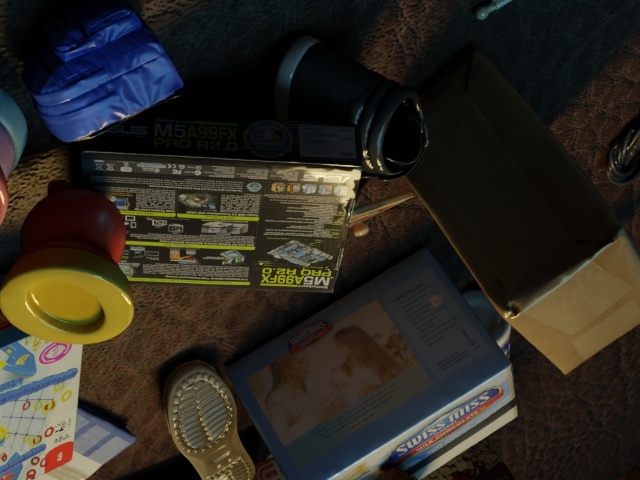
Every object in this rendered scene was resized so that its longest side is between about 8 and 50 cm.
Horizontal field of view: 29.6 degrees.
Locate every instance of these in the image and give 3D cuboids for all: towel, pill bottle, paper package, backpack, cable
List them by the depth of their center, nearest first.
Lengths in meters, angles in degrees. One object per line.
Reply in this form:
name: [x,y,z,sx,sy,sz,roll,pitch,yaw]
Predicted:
backpack: [-0.198,-0.151,1.047,0.120,0.098,0.101,-32,122,-5]
paper package: [0.251,-0.026,1.477,0.168,0.309,0.325,-37,151,10]
towel: [-0.401,0.315,1.607,0.285,0.034,0.209,-38,149,3]
cable: [0.508,-0.158,1.832,0.150,0.047,0.184,7,134,-44]
pill bottle: [0.255,0.169,1.985,0.112,0.112,0.186,-30,152,-9]

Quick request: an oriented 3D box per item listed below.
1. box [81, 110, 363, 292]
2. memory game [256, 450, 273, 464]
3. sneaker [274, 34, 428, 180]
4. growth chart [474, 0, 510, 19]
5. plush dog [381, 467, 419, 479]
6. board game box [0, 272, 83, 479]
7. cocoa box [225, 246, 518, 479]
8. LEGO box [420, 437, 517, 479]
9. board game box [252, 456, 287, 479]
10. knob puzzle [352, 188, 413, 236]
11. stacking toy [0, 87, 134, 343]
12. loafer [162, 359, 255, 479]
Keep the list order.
box: [-0.105,-0.035,1.235,0.270,0.060,0.216,2,143,-7]
memory game: [-0.045,0.380,2.098,0.186,0.012,0.186,-26,151,-16]
sneaker: [0.041,-0.087,1.314,0.104,0.147,0.295,-53,157,-22]
growth chart: [0.235,-0.346,1.275,0.172,0.021,0.237,-30,151,-9]
plush dog: [0.088,0.438,1.687,0.225,0.210,0.262,-46,157,-24]
board game box: [-0.413,0.194,1.306,0.302,0.086,0.308,-24,149,-31]
cocoa box: [0.080,0.220,1.754,0.347,0.231,0.228,-31,152,-5]
LEGO box: [0.202,0.554,2.246,0.193,0.372,0.500,-20,148,-24]
board game box: [-0.169,0.608,1.906,0.356,0.356,0.356,-18,157,-29]
knob puzzle: [0.000,0.000,1.470,0.213,0.030,0.213,-24,178,-1]
stacking toy: [-0.339,-0.022,1.089,0.279,0.130,0.309,-15,139,18]
loafer: [-0.168,0.258,1.709,0.102,0.092,0.268,-27,135,-16]
